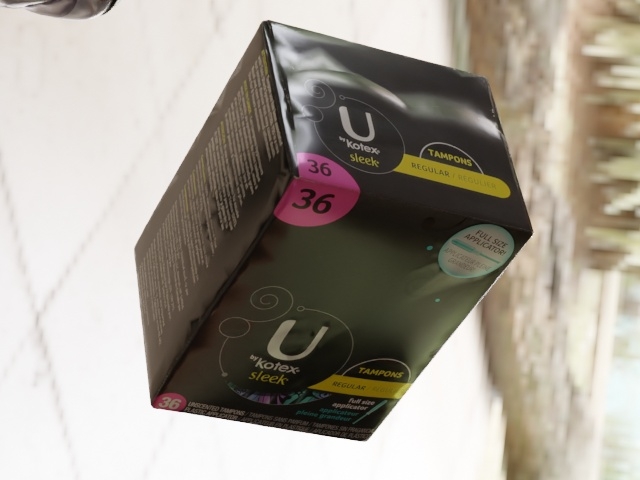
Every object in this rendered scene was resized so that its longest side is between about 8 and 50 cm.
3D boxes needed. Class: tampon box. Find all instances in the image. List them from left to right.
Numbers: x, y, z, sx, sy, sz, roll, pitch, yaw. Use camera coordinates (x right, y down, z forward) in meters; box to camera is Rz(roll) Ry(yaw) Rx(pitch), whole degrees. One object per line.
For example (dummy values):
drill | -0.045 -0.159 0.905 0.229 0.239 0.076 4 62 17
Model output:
tampon box | 0.000 0.000 0.902 0.161 0.120 0.101 -56 -147 40

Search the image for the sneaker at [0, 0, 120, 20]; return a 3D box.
sneaker | -0.181 -0.138 0.847 0.098 0.223 0.083 1 93 -45
